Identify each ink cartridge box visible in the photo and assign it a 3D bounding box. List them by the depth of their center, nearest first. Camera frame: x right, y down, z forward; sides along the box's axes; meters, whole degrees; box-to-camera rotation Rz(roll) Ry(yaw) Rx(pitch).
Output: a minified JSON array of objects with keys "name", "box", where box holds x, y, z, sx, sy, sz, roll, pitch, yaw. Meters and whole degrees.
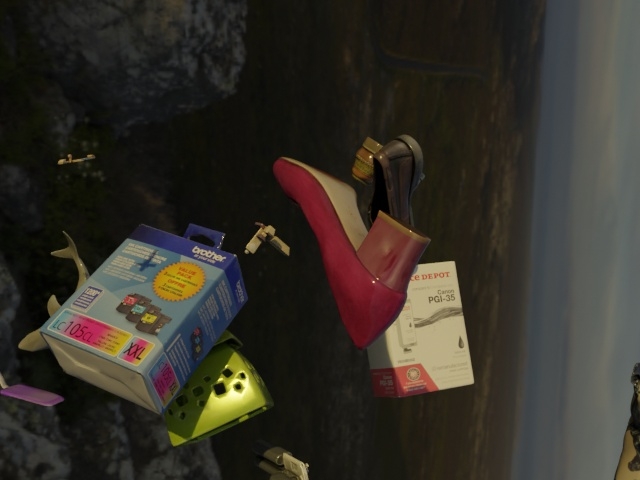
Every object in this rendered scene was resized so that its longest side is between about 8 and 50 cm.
[{"name":"ink cartridge box","box":[-0.340,0.130,1.558,0.395,0.269,0.151,-54,150,-38]},{"name":"ink cartridge box","box":[0.211,0.197,1.670,0.117,0.207,0.283,156,-72,-64]}]

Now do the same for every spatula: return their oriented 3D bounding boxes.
[{"name":"spatula","box":[-0.572,0.211,1.262,0.030,0.296,0.084,-60,175,0]}]

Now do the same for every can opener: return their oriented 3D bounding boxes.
[{"name":"can opener","box":[-0.105,0.538,1.771,0.280,0.093,0.074,180,-99,-66]}]

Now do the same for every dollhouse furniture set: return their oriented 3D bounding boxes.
[{"name":"dollhouse furniture set","box":[-0.126,0.024,1.835,0.114,0.091,0.081,42,76,-27]}]

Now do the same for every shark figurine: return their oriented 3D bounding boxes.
[{"name":"shark figurine","box":[-0.574,0.133,1.724,0.116,0.166,0.278,143,-38,-66]}]

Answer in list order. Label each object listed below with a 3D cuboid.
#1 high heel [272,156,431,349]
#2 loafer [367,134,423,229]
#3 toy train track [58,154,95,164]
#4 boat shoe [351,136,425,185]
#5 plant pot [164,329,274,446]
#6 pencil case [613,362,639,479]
[{"name":"high heel","box":[0.000,0.000,1.123,0.127,0.377,0.181,22,101,-36]},{"name":"loafer","box":[0.128,-0.070,1.484,0.095,0.109,0.303,-23,137,-29]},{"name":"toy train track","box":[-0.413,-0.141,1.259,0.083,0.048,0.014,-29,114,-66]},{"name":"boat shoe","box":[0.156,-0.167,1.804,0.104,0.110,0.307,-58,151,9]},{"name":"plant pot","box":[-0.253,0.333,1.714,0.227,0.228,0.207,84,-18,-76]},{"name":"pencil case","box":[0.499,0.384,1.083,0.183,0.160,0.411,-8,111,-38]}]
